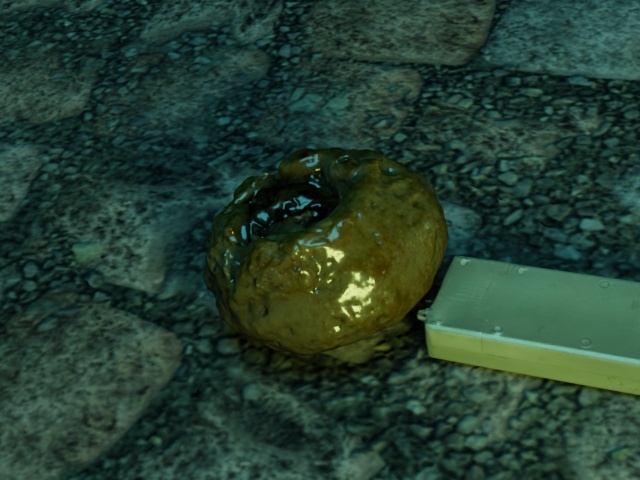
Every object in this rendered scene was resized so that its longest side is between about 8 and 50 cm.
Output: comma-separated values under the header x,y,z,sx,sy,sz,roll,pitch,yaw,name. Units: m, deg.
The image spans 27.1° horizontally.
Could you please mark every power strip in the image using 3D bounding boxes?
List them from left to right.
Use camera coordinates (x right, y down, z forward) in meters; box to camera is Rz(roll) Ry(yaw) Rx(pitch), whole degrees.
x,y,z,sx,sy,sz,roll,pitch,yaw,name
0.255,0.079,1.136,0.367,0.043,0.106,9,41,21,power strip

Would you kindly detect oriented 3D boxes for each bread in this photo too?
x,y,z,sx,sy,sz,roll,pitch,yaw,name
0.000,0.000,1.204,0.230,0.123,0.230,-14,32,9,bread
